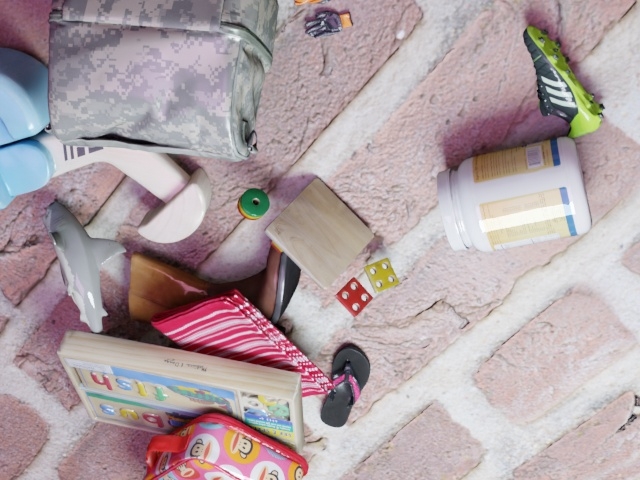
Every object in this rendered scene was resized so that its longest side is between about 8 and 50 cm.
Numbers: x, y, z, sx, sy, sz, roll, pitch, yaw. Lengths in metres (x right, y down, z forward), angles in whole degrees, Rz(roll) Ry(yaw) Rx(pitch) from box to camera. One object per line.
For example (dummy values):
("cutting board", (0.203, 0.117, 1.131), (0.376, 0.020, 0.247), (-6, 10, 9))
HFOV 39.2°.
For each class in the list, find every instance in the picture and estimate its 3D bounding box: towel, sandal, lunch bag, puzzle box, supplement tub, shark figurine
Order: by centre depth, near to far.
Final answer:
("lunch bag", (-0.225, -0.246, 1.254), (0.305, 0.212, 0.256), (7, 87, 8))
("supplement tub", (0.281, -0.062, 1.303), (0.200, 0.144, 0.144), (-11, 112, 18))
("towel", (-0.130, 0.189, 1.487), (0.199, 0.031, 0.275), (-19, 128, 37))
("shark figurine", (-0.373, 0.057, 1.494), (0.116, 0.166, 0.278), (-20, 95, -16))
("puzzle box", (-0.232, 0.277, 1.566), (0.409, 0.052, 0.272), (10, 146, 8))
("sandal", (0.041, 0.264, 1.570), (0.067, 0.040, 0.179), (18, 117, 4))
("lunch bag", (-0.191, 0.410, 1.582), (0.258, 0.120, 0.293), (31, 142, -19))

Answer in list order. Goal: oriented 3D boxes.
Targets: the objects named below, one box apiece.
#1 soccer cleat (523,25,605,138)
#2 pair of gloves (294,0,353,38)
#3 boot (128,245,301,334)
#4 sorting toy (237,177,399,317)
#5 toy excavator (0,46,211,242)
("soccer cleat", (0.329, -0.220, 1.270), (0.072, 0.060, 0.179), (-29, 106, 36))
("pair of gloves", (0.003, -0.339, 1.311), (0.074, 0.010, 0.083), (-15, 113, 17))
("boot", (-0.183, 0.069, 1.516), (0.281, 0.096, 0.264), (21, 130, 8))
("sorting toy", (0.000, 0.000, 1.416), (0.274, 0.132, 0.046), (45, 151, -4))
("toy excavator", (-0.441, -0.156, 1.404), (0.445, 0.222, 0.432), (-15, 112, 10))
